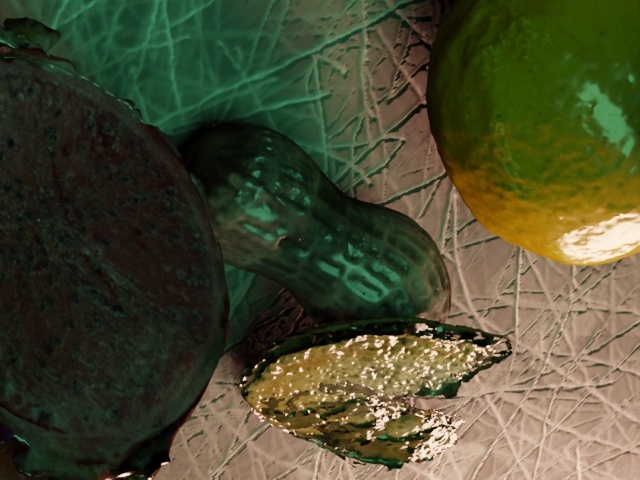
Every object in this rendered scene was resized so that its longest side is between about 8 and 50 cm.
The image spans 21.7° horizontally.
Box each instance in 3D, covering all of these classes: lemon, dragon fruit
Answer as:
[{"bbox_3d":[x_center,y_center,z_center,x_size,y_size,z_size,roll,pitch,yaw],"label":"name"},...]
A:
[{"bbox_3d":[0.180,-0.094,1.185,0.204,0.204,0.260,-34,119,-7],"label":"lemon"},{"bbox_3d":[-0.240,0.062,1.040,0.296,0.314,0.263,42,131,-17],"label":"dragon fruit"}]

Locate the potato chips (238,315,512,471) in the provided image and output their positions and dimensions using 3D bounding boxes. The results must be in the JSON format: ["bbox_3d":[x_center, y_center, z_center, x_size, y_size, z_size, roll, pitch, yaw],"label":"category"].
[{"bbox_3d":[0.043,0.115,1.250,0.202,0.029,0.220,-6,147,4],"label":"potato chips"}]

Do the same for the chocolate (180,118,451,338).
[{"bbox_3d":[0.000,0.000,1.203,0.248,0.110,0.110,35,94,-31],"label":"chocolate"}]
